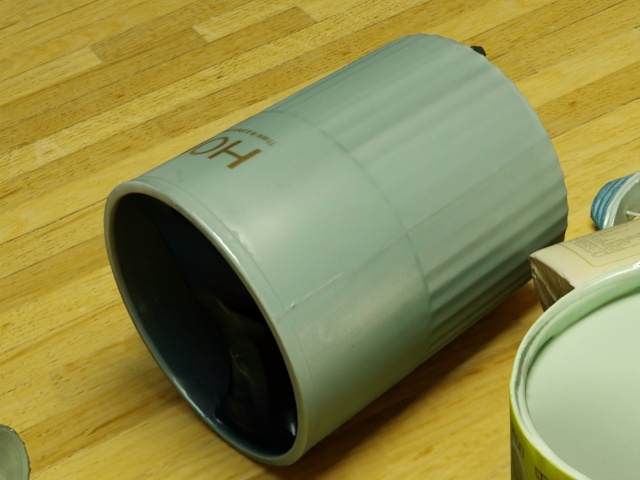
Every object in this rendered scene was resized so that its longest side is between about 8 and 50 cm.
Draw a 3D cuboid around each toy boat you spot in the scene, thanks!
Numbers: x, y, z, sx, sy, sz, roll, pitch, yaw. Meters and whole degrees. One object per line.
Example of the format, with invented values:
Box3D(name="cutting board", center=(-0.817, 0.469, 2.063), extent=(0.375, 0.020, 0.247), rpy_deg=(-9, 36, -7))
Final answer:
Box3D(name="toy boat", center=(0.322, -0.035, 1.366), extent=(0.149, 0.034, 0.105), rpy_deg=(-2, 38, 19))

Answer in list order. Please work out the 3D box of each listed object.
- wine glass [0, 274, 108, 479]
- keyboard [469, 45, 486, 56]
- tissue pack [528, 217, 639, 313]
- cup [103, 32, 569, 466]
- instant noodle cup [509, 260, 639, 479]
Box3D(name="wine glass", center=(-0.366, 0.133, 1.330), extent=(0.310, 0.096, 0.264), rpy_deg=(5, 41, 28))
Box3D(name="keyboard", center=(0.083, -0.148, 1.633), extent=(0.106, 0.016, 0.262), rpy_deg=(12, 43, 34))
Box3D(name="tissue pack", center=(0.301, 0.040, 1.159), extent=(0.234, 0.125, 0.159), rpy_deg=(-18, 11, -3))
Box3D(name="cup", center=(0.014, 0.014, 1.273), extent=(0.311, 0.331, 0.257), rpy_deg=(-32, 71, -27))
Box3D(name="instant noodle cup", center=(0.247, 0.165, 0.946), extent=(0.311, 0.221, 0.311), rpy_deg=(-11, 34, 7))
